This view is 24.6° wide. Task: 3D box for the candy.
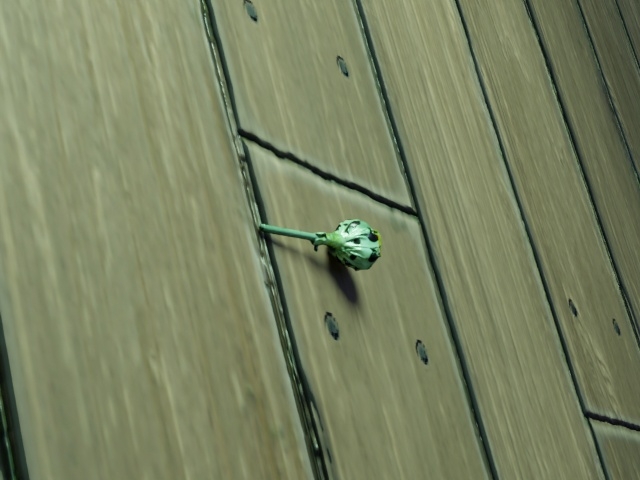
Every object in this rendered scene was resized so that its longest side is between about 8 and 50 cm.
[{"bbox_3d":[0.000,0.000,0.666,0.083,0.023,0.025,8,76,-55],"label":"candy"}]
